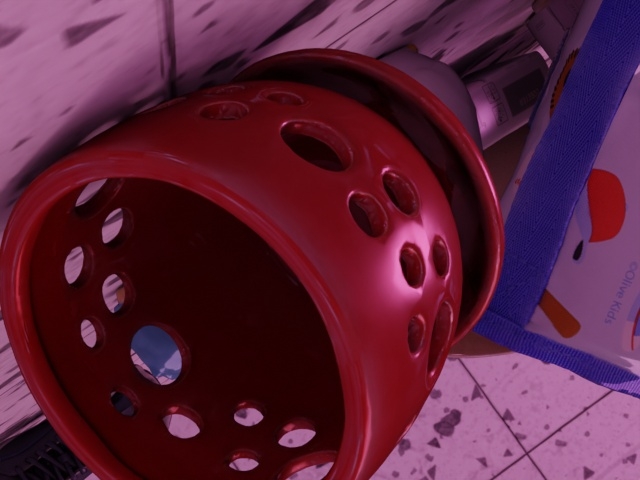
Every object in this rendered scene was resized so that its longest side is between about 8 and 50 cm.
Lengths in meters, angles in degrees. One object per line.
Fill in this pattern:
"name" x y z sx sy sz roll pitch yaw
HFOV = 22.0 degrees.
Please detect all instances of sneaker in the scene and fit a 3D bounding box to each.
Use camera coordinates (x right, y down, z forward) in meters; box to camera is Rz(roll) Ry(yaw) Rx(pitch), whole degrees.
"sneaker" -0.248 0.208 1.649 0.163 0.086 0.226 -24 -164 50

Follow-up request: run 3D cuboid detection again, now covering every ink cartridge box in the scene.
"ink cartridge box" 0.057 -0.080 1.376 0.232 0.066 0.189 -10 -164 45

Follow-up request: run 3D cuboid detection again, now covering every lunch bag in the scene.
"lunch bag" 0.267 -0.058 1.086 0.385 0.239 0.328 13 103 -49

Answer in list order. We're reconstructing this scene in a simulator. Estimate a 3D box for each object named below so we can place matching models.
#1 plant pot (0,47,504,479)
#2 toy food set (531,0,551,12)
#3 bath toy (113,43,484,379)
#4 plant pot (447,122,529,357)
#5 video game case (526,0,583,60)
"plant pot" -0.024 0.014 0.753 0.191 0.191 0.174 -39 -178 39
"toy food set" 0.269 -0.216 1.260 0.218 0.071 0.128 -34 176 -14
"bath toy" 0.000 0.000 1.145 0.151 0.129 0.348 -31 173 -45
"plant pot" 0.192 -0.037 1.515 0.284 0.191 0.284 -13 156 -6
"video game case" 0.348 -0.157 1.361 0.269 0.244 0.061 -34 175 -15
